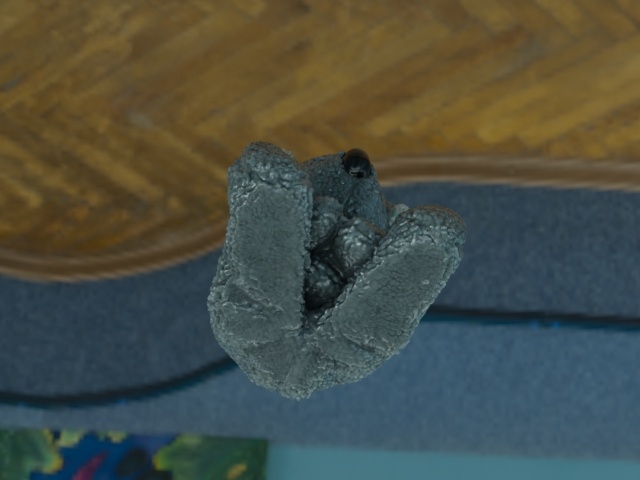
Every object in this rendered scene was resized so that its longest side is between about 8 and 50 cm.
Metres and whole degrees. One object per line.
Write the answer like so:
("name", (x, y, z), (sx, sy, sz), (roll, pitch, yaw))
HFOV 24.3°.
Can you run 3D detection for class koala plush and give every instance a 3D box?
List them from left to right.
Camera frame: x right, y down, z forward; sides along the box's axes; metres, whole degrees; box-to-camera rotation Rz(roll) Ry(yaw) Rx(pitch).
("koala plush", (0.000, 0.000, 1.244), (0.196, 0.221, 0.203), (19, 117, -7))
